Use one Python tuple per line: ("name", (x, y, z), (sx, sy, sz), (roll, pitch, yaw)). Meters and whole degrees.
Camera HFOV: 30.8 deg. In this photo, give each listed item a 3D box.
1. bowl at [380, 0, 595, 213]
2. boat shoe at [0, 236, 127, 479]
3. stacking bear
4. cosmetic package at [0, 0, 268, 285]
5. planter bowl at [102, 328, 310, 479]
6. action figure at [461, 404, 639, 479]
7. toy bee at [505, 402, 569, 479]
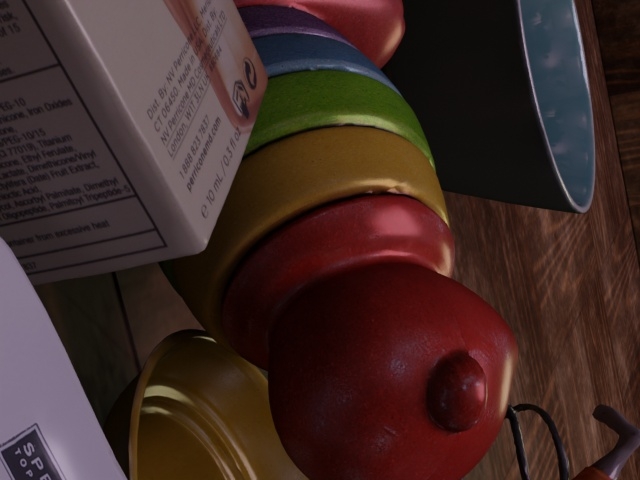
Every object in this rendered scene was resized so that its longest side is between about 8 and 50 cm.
("bowl", (0.160, -0.169, 1.155), (0.311, 0.163, 0.312), (-8, 90, -68))
("boat shoe", (-0.121, 0.138, 0.418), (0.108, 0.102, 0.301), (-29, 95, -58))
("stacking bear", (0.000, 0.000, 0.581), (0.164, 0.175, 0.289), (12, 37, -38))
("cosmetic package", (-0.150, -0.130, 0.429), (0.129, 0.153, 0.296), (-75, 149, -47))
("planter bowl", (-0.069, 0.160, 0.570), (0.217, 0.090, 0.217), (57, 20, -34))
("action figure", (0.220, 0.303, 1.061), (0.330, 0.178, 0.341), (-43, 124, -29))
("toy bee", (0.024, 0.149, 0.747), (0.298, 0.162, 0.195), (96, -22, -57))
